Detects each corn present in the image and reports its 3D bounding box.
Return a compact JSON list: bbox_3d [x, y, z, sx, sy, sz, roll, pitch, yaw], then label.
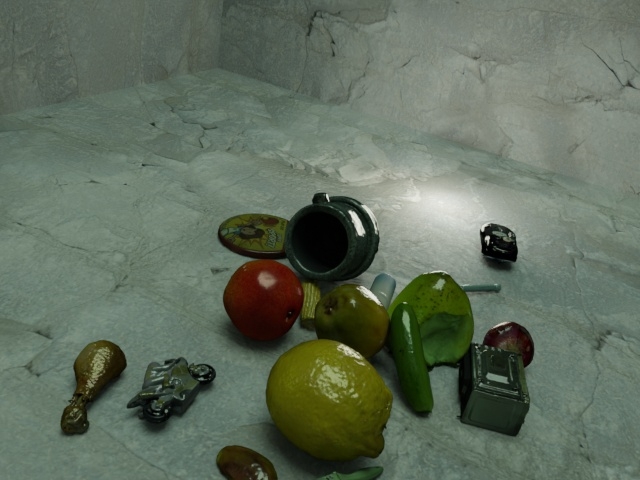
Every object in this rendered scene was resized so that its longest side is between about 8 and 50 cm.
[{"bbox_3d":[-0.033,0.185,1.815,0.068,0.067,0.206,8,31,-5],"label":"corn"}]

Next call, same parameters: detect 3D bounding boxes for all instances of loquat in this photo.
[{"bbox_3d":[0.097,0.234,1.650,0.246,0.213,0.213,44,7,-37],"label":"loquat"}]

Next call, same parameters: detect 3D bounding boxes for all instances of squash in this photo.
[{"bbox_3d":[0.230,0.300,1.561,0.082,0.082,0.292,0,66,-19],"label":"squash"}]

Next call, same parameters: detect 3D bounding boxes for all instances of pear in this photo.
[{"bbox_3d":[0.332,0.214,1.706,0.293,0.292,0.159,-3,22,-23],"label":"pear"}]

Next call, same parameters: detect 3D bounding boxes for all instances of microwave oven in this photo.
[{"bbox_3d":[0.447,0.375,1.569,0.163,0.129,0.205,14,28,4],"label":"microwave oven"}]

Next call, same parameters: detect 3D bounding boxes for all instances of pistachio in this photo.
[{"bbox_3d":[-0.147,0.475,1.266,0.173,0.049,0.090,32,34,33],"label":"pistachio"}]

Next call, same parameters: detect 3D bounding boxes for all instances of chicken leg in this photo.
[{"bbox_3d":[-0.523,0.326,1.377,0.108,0.087,0.251,0,35,3],"label":"chicken leg"}]

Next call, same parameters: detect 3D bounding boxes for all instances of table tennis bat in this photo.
[{"bbox_3d":[-0.156,-0.011,2.148,0.415,0.051,0.268,7,32,-1],"label":"table tennis bat"}]

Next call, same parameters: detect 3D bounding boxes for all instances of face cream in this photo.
[{"bbox_3d":[0.174,0.192,1.857,0.077,0.077,0.250,17,30,11],"label":"face cream"}]

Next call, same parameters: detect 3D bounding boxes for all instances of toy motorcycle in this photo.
[{"bbox_3d":[-0.360,0.337,1.420,0.152,0.073,0.225,21,29,21],"label":"toy motorcycle"}]

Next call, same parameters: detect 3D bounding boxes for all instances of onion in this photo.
[{"bbox_3d":[0.532,0.306,1.753,0.150,0.150,0.140,8,-2,-4],"label":"onion"}]

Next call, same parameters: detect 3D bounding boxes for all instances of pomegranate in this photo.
[{"bbox_3d":[-0.168,0.156,1.671,0.221,0.220,0.257,-12,19,-35],"label":"pomegranate"}]

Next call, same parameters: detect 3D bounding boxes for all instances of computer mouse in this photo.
[{"bbox_3d":[0.680,0.021,2.324,0.137,0.096,0.233,8,32,6],"label":"computer mouse"}]

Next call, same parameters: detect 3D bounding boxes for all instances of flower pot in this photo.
[{"bbox_3d":[0.031,-0.013,1.949,0.299,0.298,0.283,23,12,21],"label":"flower pot"}]

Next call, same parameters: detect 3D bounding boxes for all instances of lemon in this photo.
[{"bbox_3d":[0.020,0.355,1.340,0.320,0.245,0.245,37,37,28],"label":"lemon"}]

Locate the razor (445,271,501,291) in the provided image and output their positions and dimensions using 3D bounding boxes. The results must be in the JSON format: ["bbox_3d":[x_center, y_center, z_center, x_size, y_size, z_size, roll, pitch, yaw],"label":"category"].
[{"bbox_3d":[0.522,0.160,2.062,0.232,0.068,0.106,0,31,-29],"label":"razor"}]

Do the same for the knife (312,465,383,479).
[{"bbox_3d":[0.044,0.487,1.235,0.043,0.019,0.293,27,10,37],"label":"knife"}]
